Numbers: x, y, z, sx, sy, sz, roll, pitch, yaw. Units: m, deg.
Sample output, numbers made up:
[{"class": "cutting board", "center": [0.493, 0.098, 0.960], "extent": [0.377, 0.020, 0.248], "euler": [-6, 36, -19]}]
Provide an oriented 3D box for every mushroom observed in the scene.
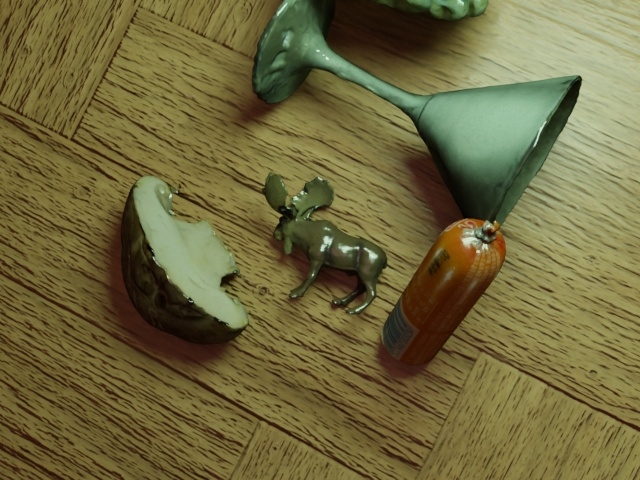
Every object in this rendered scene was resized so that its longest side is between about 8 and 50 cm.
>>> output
[{"class": "mushroom", "center": [-0.235, 0.050, 1.258], "extent": [0.151, 0.156, 0.285], "euler": [-40, 77, 33]}]

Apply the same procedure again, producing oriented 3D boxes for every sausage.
[{"class": "sausage", "center": [0.165, 0.063, 1.086], "extent": [0.093, 0.312, 0.092], "euler": [6, 57, -10]}]

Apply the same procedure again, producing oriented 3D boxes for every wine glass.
[{"class": "wine glass", "center": [0.123, -0.194, 1.155], "extent": [0.406, 0.267, 0.267], "euler": [30, 91, 17]}]

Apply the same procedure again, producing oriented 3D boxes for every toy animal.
[{"class": "toy animal", "center": [0.000, 0.000, 1.236], "extent": [0.214, 0.094, 0.186], "euler": [17, 93, 4]}]

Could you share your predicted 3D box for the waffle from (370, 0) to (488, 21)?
[{"class": "waffle", "center": [0.113, -0.401, 1.171], "extent": [0.310, 0.291, 0.056], "euler": [14, 131, 2]}]
